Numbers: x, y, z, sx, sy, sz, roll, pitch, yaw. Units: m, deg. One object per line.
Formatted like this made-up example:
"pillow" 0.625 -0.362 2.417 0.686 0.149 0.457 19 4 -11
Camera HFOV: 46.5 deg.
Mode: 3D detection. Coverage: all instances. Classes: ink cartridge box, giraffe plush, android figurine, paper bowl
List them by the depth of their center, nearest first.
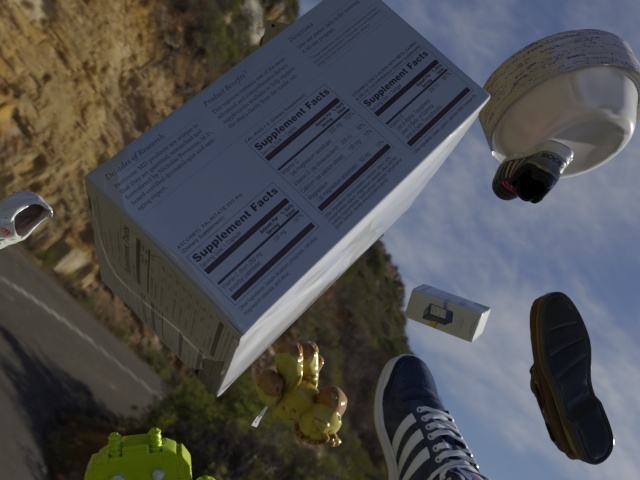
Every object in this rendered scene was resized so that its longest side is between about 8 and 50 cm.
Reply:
"android figurine" -0.288 0.429 1.205 0.056 0.248 0.273 -127 -144 -73
"paper bowl" 0.431 -0.218 1.308 0.284 0.284 0.148 72 6 -58
"giraffe plush" -0.025 0.325 1.486 0.170 0.210 0.181 29 9 31
"ink cartridge box" 0.370 0.207 2.168 0.212 0.093 0.154 21 10 19

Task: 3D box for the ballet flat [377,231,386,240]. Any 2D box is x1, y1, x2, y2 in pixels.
"ballet flat" 0.000 0.000 1.282 0.250 0.058 0.084 -7 -42 33

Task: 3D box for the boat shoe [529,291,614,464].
"boat shoe" 0.408 0.239 1.299 0.104 0.110 0.307 -6 -81 65

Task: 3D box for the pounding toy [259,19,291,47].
"pounding toy" -0.085 -0.313 1.507 0.094 0.206 0.181 12 1 2

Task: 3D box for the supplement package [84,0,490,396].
"supplement package" -0.031 -0.035 0.589 0.145 0.262 0.204 44 -25 7

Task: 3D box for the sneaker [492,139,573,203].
"sneaker" 0.298 -0.087 1.098 0.063 0.075 0.170 37 -22 -8

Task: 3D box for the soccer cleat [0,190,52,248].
"soccer cleat" -0.486 -0.011 1.093 0.076 0.196 0.068 22 -43 30

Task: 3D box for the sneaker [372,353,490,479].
"sneaker" 0.139 0.242 0.839 0.099 0.282 0.153 18 -37 -24
